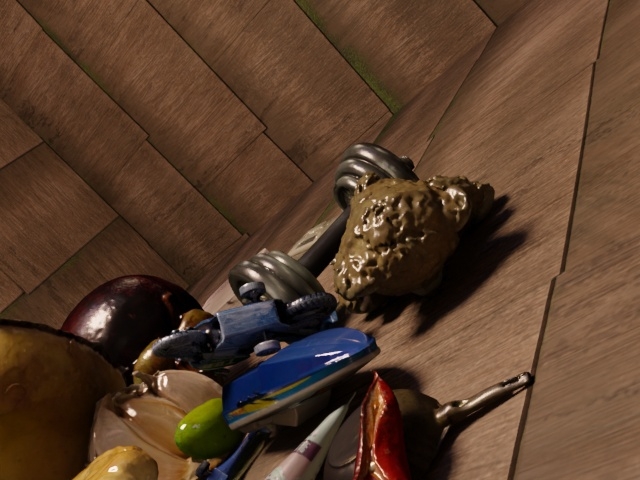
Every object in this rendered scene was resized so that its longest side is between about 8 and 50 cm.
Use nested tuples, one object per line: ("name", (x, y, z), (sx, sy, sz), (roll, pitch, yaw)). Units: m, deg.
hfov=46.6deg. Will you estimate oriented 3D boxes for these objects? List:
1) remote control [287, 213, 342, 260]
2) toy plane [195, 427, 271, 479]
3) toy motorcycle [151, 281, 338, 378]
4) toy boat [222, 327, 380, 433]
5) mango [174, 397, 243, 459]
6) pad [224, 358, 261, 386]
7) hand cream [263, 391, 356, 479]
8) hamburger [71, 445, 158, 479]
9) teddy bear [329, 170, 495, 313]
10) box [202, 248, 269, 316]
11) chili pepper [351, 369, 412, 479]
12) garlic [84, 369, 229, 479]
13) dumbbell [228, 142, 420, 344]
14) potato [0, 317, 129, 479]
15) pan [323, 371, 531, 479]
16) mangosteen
("remote control", (-0.001, -0.001, 1.714), (0.090, 0.049, 0.230), (-51, 12, -23))
("toy plane", (-0.119, 0.288, 0.924), (0.167, 0.054, 0.062), (-52, -14, -38))
("toy motorcycle", (-0.094, 0.123, 0.989), (0.254, 0.092, 0.135), (-14, -22, -14))
("toy boat", (-0.015, 0.158, 0.852), (0.129, 0.088, 0.295), (-25, -7, -33))
("mango", (-0.144, 0.248, 0.976), (0.108, 0.073, 0.056), (-7, -12, -45))
("pad", (-0.177, 0.284, 1.327), (0.187, 0.006, 0.113), (-39, 11, 37))
("hand cream", (-0.060, 0.277, 0.698), (0.331, 0.058, 0.085), (-45, -12, -38))
("hamburger", (-0.221, 0.347, 0.724), (0.209, 0.162, 0.330), (-34, 11, 37))
("teddy bear", (0.104, -0.006, 0.943), (0.267, 0.156, 0.256), (-41, 11, 7))
("box", (-0.181, 0.145, 1.669), (0.203, 0.106, 0.252), (-43, 10, 14))
("chili pepper", (0.042, 0.196, 0.524), (0.059, 0.050, 0.268), (-12, 31, 10))
("garlic", (-0.225, 0.286, 1.038), (0.229, 0.178, 0.143), (-37, -20, -44))
("dumbbell", (0.017, 0.005, 1.198), (0.406, 0.179, 0.179), (-46, 9, -20))
("potato", (-0.396, 0.327, 1.003), (0.397, 0.289, 0.296), (107, 154, -50))
("pan", (0.075, 0.154, 0.648), (0.202, 0.048, 0.128), (-45, 12, 2))
("mangosteen", (-0.302, 0.219, 1.304), (0.347, 0.307, 0.307), (11, 50, 43))
